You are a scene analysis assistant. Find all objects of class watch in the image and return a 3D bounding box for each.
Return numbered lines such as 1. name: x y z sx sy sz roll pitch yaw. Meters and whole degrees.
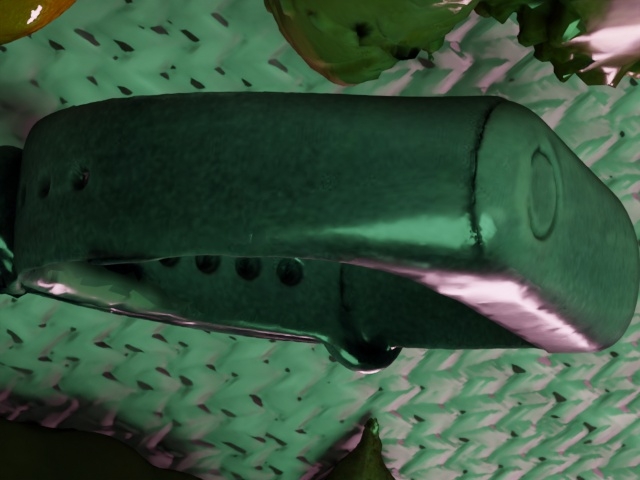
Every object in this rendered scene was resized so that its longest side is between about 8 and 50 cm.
1. watch: 0.000 0.000 0.576 0.193 0.068 0.206 -1 168 27

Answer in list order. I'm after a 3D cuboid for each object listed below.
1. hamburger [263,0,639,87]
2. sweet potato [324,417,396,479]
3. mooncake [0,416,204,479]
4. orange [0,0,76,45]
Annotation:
1. hamburger: 0.073 -0.139 0.461 0.168 0.192 0.288 5 129 -10
2. sweet potato: 0.006 0.181 0.803 0.068 0.068 0.226 1 131 -20
3. mooncake: -0.142 0.207 0.709 0.290 0.161 0.290 -11 132 -12
4. orange: -0.100 -0.098 0.501 0.084 0.083 0.083 -10 133 -11
